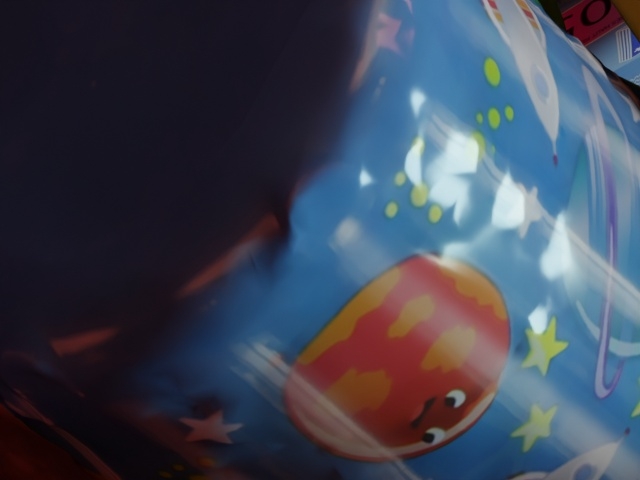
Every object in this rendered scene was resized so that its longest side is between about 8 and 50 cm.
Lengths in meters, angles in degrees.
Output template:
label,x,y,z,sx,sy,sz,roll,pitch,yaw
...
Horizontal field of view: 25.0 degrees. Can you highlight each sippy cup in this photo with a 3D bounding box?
label,x,y,z,sx,sy,sz,roll,pitch,yaw
sippy cup,0.000,0.000,0.438,0.224,0.240,0.305,41,18,-49

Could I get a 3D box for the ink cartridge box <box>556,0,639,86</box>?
label,x,y,z,sx,sy,sz,roll,pitch,yaw
ink cartridge box,0.073,-0.109,0.797,0.151,0.270,0.395,61,8,12

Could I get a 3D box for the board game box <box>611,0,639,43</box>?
label,x,y,z,sx,sy,sz,roll,pitch,yaw
board game box,0.176,-0.116,0.510,0.316,0.064,0.242,56,38,-1
